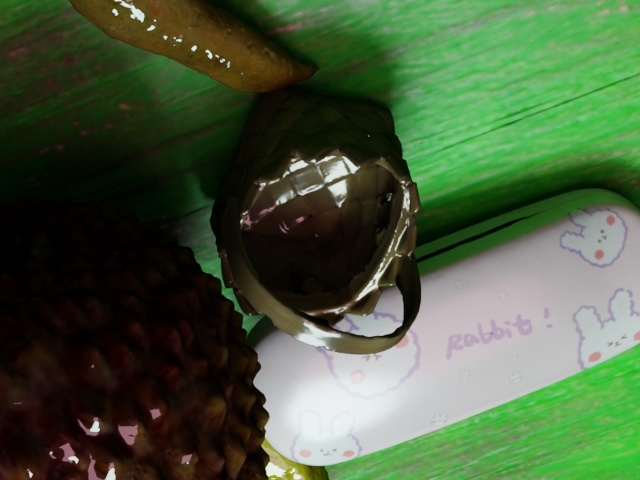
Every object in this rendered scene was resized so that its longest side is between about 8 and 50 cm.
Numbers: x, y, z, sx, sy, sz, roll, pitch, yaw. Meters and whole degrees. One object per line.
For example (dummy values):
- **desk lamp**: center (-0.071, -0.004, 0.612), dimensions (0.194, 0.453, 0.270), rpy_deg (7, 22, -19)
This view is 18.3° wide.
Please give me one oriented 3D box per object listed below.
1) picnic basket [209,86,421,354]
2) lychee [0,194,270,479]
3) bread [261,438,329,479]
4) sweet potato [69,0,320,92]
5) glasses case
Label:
- **picnic basket**: center (0.000, 0.000, 1.232), dimensions (0.128, 0.178, 0.138), rpy_deg (13, 125, -16)
- **lychee**: center (-0.177, 0.119, 1.218), dimensions (0.306, 0.306, 0.330), rpy_deg (-18, 111, 9)
- **bread**: center (-0.180, 0.213, 1.422), dimensions (0.383, 0.112, 0.166), rpy_deg (-17, 99, 3)
- **sweet potato**: center (-0.110, -0.151, 1.184), dimensions (0.274, 0.067, 0.067), rpy_deg (31, 120, -31)
- **glasses case**: center (0.090, 0.059, 1.333), dimensions (0.297, 0.075, 0.113), rpy_deg (-22, 111, 0)
